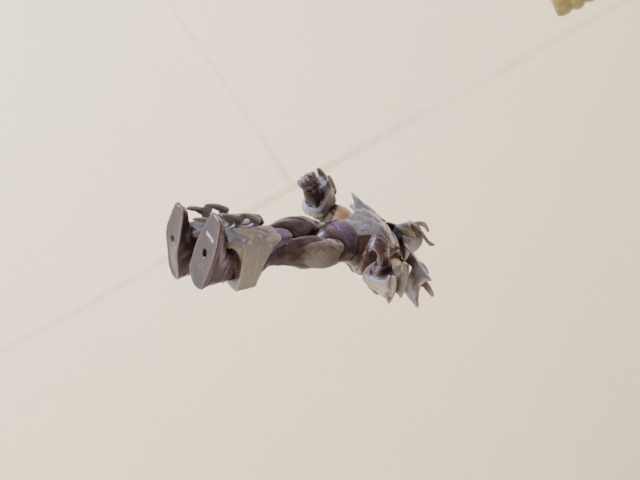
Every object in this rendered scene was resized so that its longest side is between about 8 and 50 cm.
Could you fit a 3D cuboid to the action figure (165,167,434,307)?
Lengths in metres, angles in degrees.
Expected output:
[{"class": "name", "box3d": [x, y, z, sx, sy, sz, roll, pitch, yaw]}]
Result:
[{"class": "action figure", "box3d": [0.000, 0.000, 0.910, 0.285, 0.185, 0.099, -4, -64, -33]}]

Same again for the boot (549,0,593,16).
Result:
[{"class": "boot", "box3d": [0.293, -0.337, 0.911, 0.203, 0.262, 0.095, -23, -46, 22]}]
